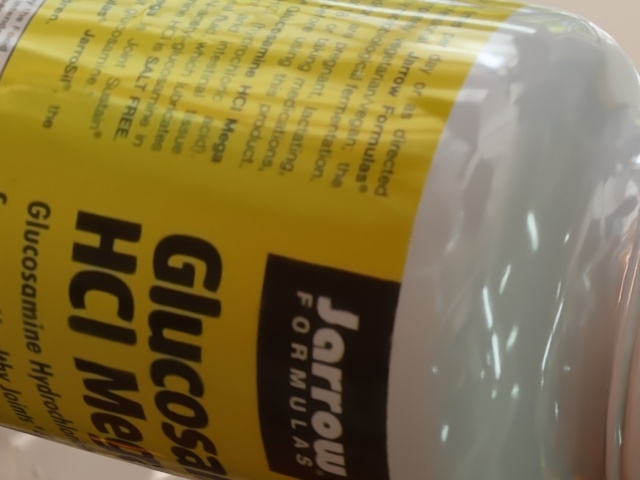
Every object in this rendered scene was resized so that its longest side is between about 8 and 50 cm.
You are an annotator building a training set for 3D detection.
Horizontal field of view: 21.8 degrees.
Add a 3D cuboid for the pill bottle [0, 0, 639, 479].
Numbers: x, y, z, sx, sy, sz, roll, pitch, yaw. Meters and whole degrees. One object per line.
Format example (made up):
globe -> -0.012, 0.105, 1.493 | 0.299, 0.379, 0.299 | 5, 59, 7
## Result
pill bottle -> 0.000, 0.000, 0.587 | 0.188, 0.334, 0.188 | 12, 90, -67
